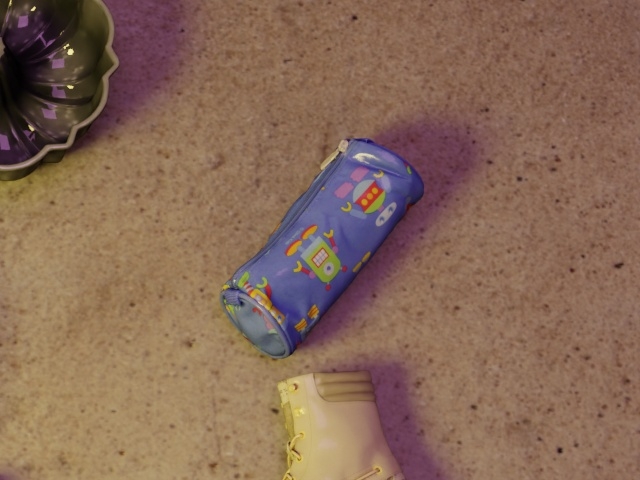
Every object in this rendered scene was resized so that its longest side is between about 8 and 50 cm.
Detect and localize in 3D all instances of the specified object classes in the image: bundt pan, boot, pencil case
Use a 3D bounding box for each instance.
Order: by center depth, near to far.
[{"bbox_3d":[-0.032,0.267,1.819,0.262,0.095,0.203,-13,73,-16],"label":"boot"},{"bbox_3d":[0.000,0.000,1.908,0.133,0.119,0.306,49,66,-22],"label":"pencil case"},{"bbox_3d":[-0.419,-0.212,1.911,0.331,0.124,0.330,4,69,-10],"label":"bundt pan"}]
